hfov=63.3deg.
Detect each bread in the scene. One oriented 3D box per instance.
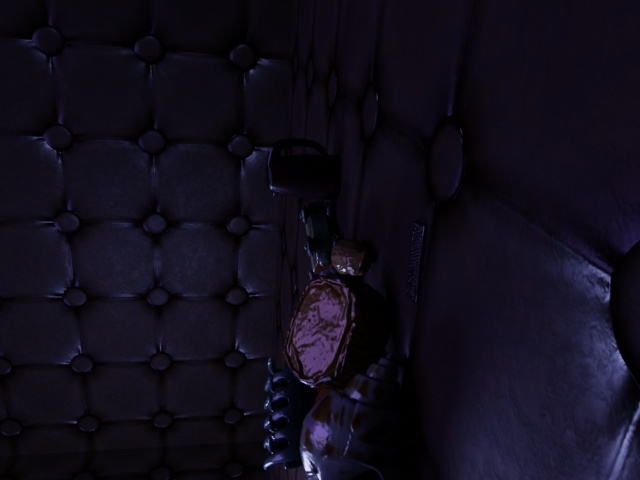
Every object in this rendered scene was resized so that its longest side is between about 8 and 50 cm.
[{"bbox_3d":[0.037,0.207,1.179,0.227,0.142,0.254,25,90,53],"label":"bread"}]

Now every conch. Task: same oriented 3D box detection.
[{"bbox_3d":[0.078,0.419,1.045,0.249,0.197,0.369,27,116,37],"label":"conch"}]

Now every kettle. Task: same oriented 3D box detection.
[{"bbox_3d":[-0.059,-0.224,1.663,0.144,0.232,0.202,-106,20,-53],"label":"kettle"}]

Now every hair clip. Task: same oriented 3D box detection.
[{"bbox_3d":[-0.048,0.518,1.563,0.392,0.238,0.319,105,164,-53],"label":"hair clip"}]

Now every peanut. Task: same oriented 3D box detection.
[{"bbox_3d":[0.076,0.043,1.325,0.083,0.093,0.194,53,178,-12],"label":"peanut"}]

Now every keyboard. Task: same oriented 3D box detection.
[{"bbox_3d":[0.182,0.041,0.992,0.053,0.010,0.155,-135,47,-73],"label":"keyboard"}]

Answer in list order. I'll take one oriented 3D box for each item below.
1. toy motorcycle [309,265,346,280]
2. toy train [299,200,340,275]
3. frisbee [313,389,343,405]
[{"bbox_3d":[0.041,0.153,1.482,0.260,0.109,0.171,138,119,-82],"label":"toy motorcycle"},{"bbox_3d":[0.000,0.000,1.699,0.286,0.116,0.177,-102,5,-46],"label":"toy train"},{"bbox_3d":[0.035,0.470,1.287,0.250,0.021,0.251,-37,46,52],"label":"frisbee"}]
